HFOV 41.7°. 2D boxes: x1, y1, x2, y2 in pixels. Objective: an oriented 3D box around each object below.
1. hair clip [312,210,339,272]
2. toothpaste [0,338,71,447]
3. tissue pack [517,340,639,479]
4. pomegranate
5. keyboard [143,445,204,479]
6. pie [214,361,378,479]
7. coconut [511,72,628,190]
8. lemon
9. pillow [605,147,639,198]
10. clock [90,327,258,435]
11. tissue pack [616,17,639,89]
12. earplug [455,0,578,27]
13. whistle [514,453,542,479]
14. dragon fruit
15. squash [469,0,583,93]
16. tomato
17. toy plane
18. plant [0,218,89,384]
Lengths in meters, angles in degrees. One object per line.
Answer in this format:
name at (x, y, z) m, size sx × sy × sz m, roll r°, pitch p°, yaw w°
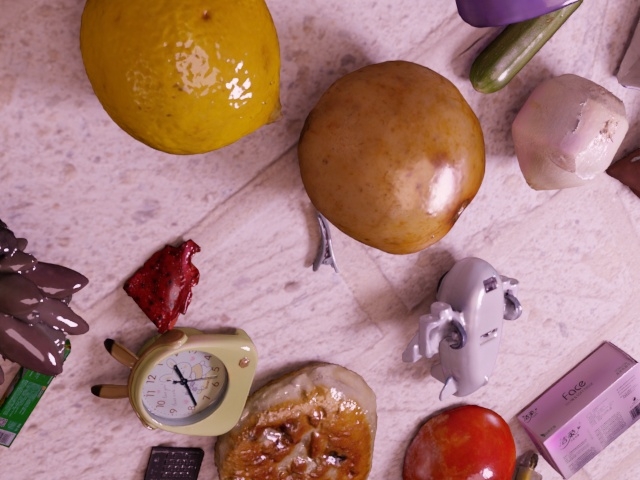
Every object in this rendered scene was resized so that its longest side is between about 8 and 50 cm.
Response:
hair clip at (0.000, 0.001, 1.290) m, size 0.039 × 0.030 × 0.115 m, roll -18°, pitch 120°, yaw -15°
toothpaste at (-0.418, 0.212, 1.196) m, size 0.043 × 0.037 × 0.178 m, roll 29°, pitch 99°, yaw -29°
tissue pack at (0.527, 0.332, 1.657) m, size 0.246 × 0.092 × 0.148 m, roll -38°, pitch 125°, yaw -4°
pomegranate at (0.099, -0.117, 1.157) m, size 0.260 × 0.260 × 0.260 m, roll -10°, pitch 118°, yaw -20°
keyboard at (-0.284, 0.513, 1.400) m, size 0.103 × 0.041 × 0.381 m, roll 10°, pitch 109°, yaw -28°
pie at (-0.032, 0.350, 1.411) m, size 0.315 × 0.092 × 0.315 m, roll -10°, pitch 119°, yaw -19°
coconut at (0.382, -0.158, 1.309) m, size 0.171 × 0.171 × 0.183 m, roll 26°, pitch 93°, yaw -32°
lemon at (-0.163, -0.229, 0.989) m, size 0.228 × 0.228 × 0.253 m, roll -25°, pitch 103°, yaw -12°
pillow at (0.710, -0.111, 1.453) m, size 0.305 × 0.108 × 0.308 m, roll 29°, pitch 141°, yaw -33°
clock at (-0.219, 0.205, 1.266) m, size 0.232 × 0.069 × 0.170 m, roll 11°, pitch 109°, yaw -27°
tissue pack at (0.650, -0.314, 1.375) m, size 0.269 × 0.137 × 0.209 m, roll 8°, pitch 112°, yaw -29°
earplug at (0.209, -0.514, 1.044) m, size 0.215 × 0.215 × 0.456 m, roll -31°, pitch 119°, yaw -9°
whistle at (0.403, 0.586, 1.746) m, size 0.068 × 0.057 × 0.326 m, roll -38°, pitch 141°, yaw -61°
dragon fruit at (-0.207, 0.067, 1.206) m, size 0.131 × 0.063 × 0.097 m, roll -45°, pitch 124°, yaw 1°
squash at (0.311, -0.310, 1.263) m, size 0.229 × 0.066 × 0.066 m, roll -46°, pitch 124°, yaw 2°
tomato at (0.267, 0.430, 1.557) m, size 0.200 × 0.139 × 0.233 m, roll 11°, pitch 109°, yaw -22°
toy plane at (0.244, 0.150, 1.421) m, size 0.267 × 0.122 × 0.267 m, roll -22°, pitch 124°, yaw -36°
plant at (-0.434, 0.035, 1.019) m, size 0.194 × 0.181 × 0.321 m, roll -44°, pitch 126°, yaw -6°
